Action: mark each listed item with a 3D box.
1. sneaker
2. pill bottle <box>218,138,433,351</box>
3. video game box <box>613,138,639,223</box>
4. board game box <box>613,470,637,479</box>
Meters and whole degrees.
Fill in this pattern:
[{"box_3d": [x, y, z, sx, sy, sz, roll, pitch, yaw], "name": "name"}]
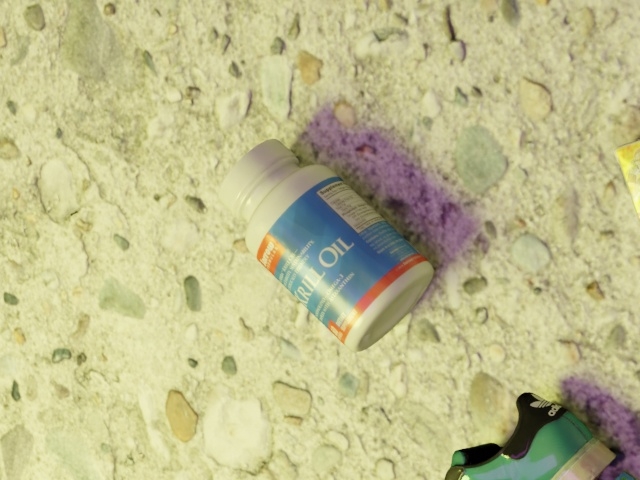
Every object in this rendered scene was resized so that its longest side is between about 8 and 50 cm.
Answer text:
[{"box_3d": [0.166, 0.280, 1.508, 0.121, 0.108, 0.302, 46, 113, 15], "name": "sneaker"}, {"box_3d": [0.000, 0.000, 1.523, 0.221, 0.124, 0.124, 43, 120, 16], "name": "pill bottle"}, {"box_3d": [0.391, -0.027, 1.321, 0.205, 0.048, 0.187, -17, 95, 33], "name": "video game box"}, {"box_3d": [0.348, 0.354, 1.449, 0.211, 0.039, 0.160, 35, 118, 21], "name": "board game box"}]
